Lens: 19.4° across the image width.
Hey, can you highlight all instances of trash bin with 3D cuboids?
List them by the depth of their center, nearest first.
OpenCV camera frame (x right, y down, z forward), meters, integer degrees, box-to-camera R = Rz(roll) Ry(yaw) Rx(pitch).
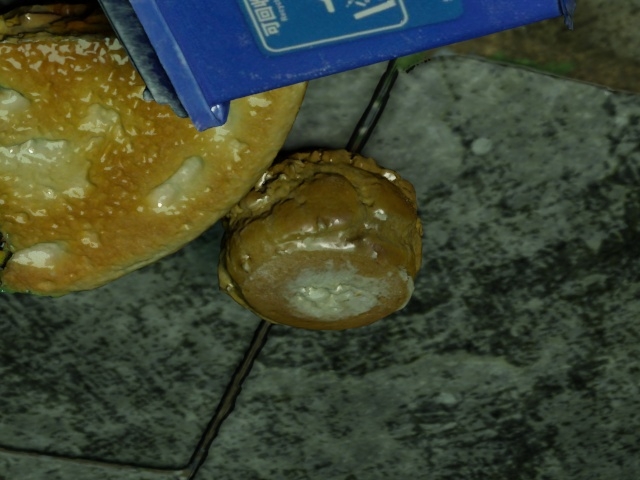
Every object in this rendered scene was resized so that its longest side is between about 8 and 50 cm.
[{"bbox_3d":[0.006,-0.176,0.963,0.235,0.184,0.162,-8,140,17],"label":"trash bin"}]

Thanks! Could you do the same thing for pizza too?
[{"bbox_3d":[-0.143,-0.084,1.150,0.229,0.081,0.289,27,126,-27],"label":"pizza"}]

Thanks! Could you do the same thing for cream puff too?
[{"bbox_3d":[0.001,-0.004,1.240,0.144,0.103,0.126,14,140,-21],"label":"cream puff"}]
